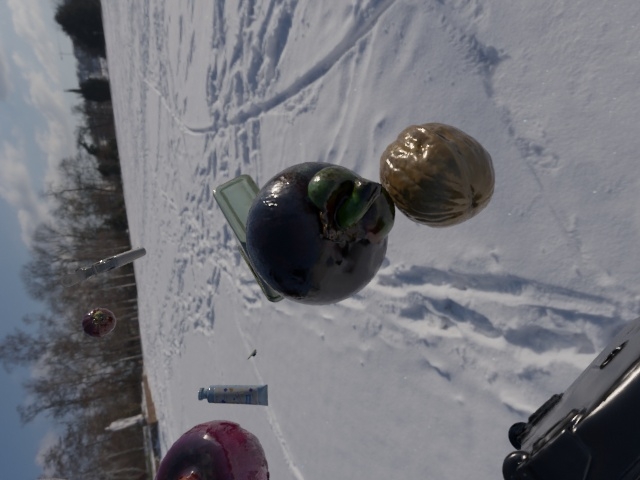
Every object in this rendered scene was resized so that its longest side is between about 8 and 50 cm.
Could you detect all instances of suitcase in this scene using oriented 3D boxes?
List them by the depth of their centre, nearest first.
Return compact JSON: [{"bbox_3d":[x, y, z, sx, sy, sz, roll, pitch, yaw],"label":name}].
[{"bbox_3d":[0.420,0.234,0.551,0.188,0.345,0.339,42,95,31],"label":"suitcase"}]

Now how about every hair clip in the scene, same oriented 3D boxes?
[{"bbox_3d":[-0.540,0.065,1.029,0.072,0.226,0.034,-57,-53,-76],"label":"hair clip"}]

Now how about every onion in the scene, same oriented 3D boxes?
[{"bbox_3d":[-0.163,0.360,0.617,0.177,0.153,0.177,-35,31,25],"label":"onion"}]

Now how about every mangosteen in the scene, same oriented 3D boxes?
[{"bbox_3d":[0.013,-0.015,0.854,0.359,0.306,0.306,-1,97,56],"label":"mangosteen"}]

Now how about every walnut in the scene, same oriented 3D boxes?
[{"bbox_3d":[0.245,-0.146,0.899,0.261,0.225,0.225,53,145,39],"label":"walnut"}]

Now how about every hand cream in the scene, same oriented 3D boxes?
[{"bbox_3d":[-0.215,0.382,1.031,0.043,0.170,0.065,-91,2,-70],"label":"hand cream"}]

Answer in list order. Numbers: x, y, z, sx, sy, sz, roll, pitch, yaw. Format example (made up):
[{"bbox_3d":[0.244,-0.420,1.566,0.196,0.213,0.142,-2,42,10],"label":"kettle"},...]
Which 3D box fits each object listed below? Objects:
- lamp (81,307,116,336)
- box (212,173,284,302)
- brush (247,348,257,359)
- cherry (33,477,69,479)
[{"bbox_3d":[-0.730,0.271,1.370,0.090,0.101,0.101,-59,44,43],"label":"lamp"},{"bbox_3d":[-0.220,-0.011,1.521,0.352,0.177,0.344,52,166,39],"label":"box"},{"bbox_3d":[-0.209,0.353,1.279,0.083,0.013,0.016,-49,13,54],"label":"brush"},{"bbox_3d":[-0.725,0.769,1.058,0.335,0.326,0.291,174,116,-73],"label":"cherry"}]
